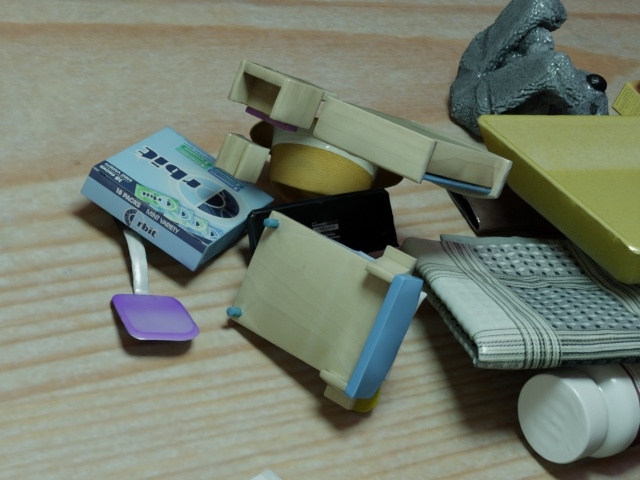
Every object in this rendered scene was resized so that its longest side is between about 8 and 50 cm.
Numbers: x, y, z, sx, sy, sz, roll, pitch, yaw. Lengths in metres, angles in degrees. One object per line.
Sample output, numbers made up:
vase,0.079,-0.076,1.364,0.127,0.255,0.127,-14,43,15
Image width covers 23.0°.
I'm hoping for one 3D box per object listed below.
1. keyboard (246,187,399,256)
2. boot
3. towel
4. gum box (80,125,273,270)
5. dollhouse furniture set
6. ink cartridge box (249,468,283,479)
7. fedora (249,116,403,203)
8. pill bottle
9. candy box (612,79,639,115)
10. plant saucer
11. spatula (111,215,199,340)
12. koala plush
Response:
keyboard,0.000,0.000,1.819,0.192,0.038,0.100,-10,91,-29
boot,0.291,-0.025,2.028,0.207,0.090,0.248,-12,51,-24
towel,0.269,0.057,1.793,0.312,0.056,0.324,-1,21,-15
gum box,-0.159,-0.051,1.779,0.157,0.041,0.184,35,26,8
dollhouse furniture set,0.019,0.001,1.729,0.286,0.303,0.198,26,9,30
ink cartridge box,-0.042,0.310,1.449,0.181,0.056,0.225,37,20,15
fedora,0.001,-0.080,1.875,0.194,0.194,0.079,19,71,-9
pill bottle,0.329,0.172,1.754,0.221,0.121,0.121,-14,52,-40
candy box,0.539,-0.168,2.348,0.109,0.053,0.186,-15,54,-42
plant saucer,0.395,-0.045,1.908,0.333,0.081,0.333,-3,32,-31
spatula,-0.203,0.011,1.716,0.084,0.030,0.296,4,41,-28
koala plush,0.315,-0.198,2.184,0.221,0.203,0.196,28,40,-34
